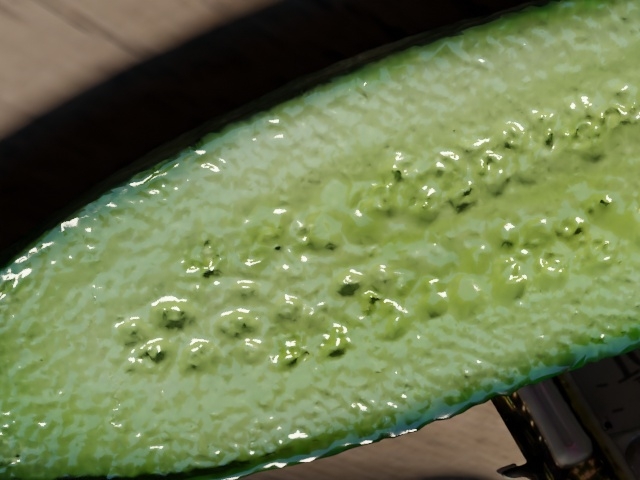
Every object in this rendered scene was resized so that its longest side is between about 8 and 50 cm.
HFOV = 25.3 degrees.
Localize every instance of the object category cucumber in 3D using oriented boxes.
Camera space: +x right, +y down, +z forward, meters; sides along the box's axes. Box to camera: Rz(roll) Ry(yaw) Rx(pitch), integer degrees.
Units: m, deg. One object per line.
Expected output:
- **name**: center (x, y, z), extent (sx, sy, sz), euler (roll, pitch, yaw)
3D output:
- **cucumber**: center (0.000, 0.000, 0.423), extent (0.244, 0.063, 0.115), euler (-18, 108, -9)

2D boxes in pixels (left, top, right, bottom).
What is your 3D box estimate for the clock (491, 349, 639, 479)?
- **clock**: center (0.176, 0.028, 0.470), extent (0.253, 0.186, 0.083), euler (-31, 148, 6)
